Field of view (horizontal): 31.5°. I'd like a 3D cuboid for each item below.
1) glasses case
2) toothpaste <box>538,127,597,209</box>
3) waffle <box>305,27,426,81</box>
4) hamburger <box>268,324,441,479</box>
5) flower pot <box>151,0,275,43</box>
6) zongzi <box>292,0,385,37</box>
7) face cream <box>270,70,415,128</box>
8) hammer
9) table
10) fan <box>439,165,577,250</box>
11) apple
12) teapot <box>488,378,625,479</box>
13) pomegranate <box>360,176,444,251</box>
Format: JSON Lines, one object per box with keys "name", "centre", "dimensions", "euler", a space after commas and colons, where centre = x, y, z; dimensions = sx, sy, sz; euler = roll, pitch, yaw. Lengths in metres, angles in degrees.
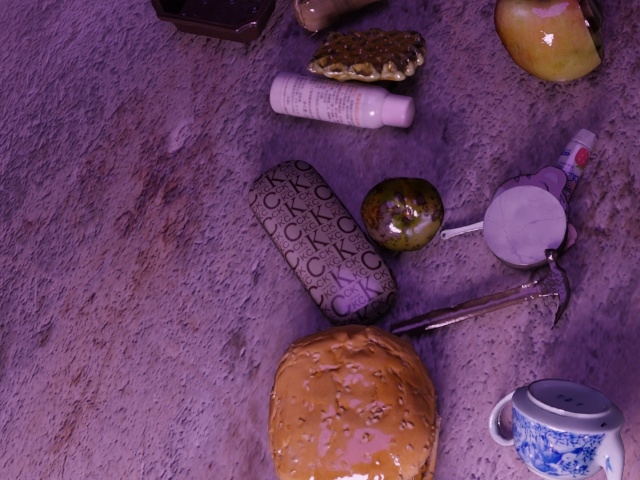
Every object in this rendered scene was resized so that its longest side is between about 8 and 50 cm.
{"name": "glasses case", "centre": [0.000, 0.000, 1.912], "dimensions": [0.137, 0.085, 0.355], "euler": [-33, 57, -5]}
{"name": "toothpaste", "centre": [0.400, -0.099, 1.892], "dimensions": [0.067, 0.043, 0.195], "euler": [24, 74, 25]}
{"name": "waffle", "centre": [0.093, -0.338, 2.079], "dimensions": [0.203, 0.054, 0.223], "euler": [1, 30, 14]}
{"name": "hamburger", "centre": [0.048, 0.261, 1.704], "dimensions": [0.259, 0.145, 0.283], "euler": [-16, 50, 9]}
{"name": "flower pot", "centre": [-0.199, -0.472, 2.267], "dimensions": [0.250, 0.084, 0.179], "euler": [15, 63, 22]}
{"name": "zongzi", "centre": [0.020, -0.509, 2.224], "dimensions": [0.194, 0.099, 0.197], "euler": [-28, 45, -3]}
{"name": "face cream", "centre": [0.042, -0.251, 2.061], "dimensions": [0.269, 0.082, 0.082], "euler": [13, 63, 21]}
{"name": "hammer", "centre": [0.248, 0.106, 1.796], "dimensions": [0.297, 0.027, 0.125], "euler": [-16, 78, 10]}
{"name": "table", "centre": [0.332, -0.019, 1.835], "dimensions": [0.133, 0.043, 0.134], "euler": [-5, 71, 16]}
{"name": "fan", "centre": [0.306, -0.036, 1.879], "dimensions": [0.226, 0.008, 0.153], "euler": [-13, 69, 14]}
{"name": "apple", "centre": [0.401, -0.366, 1.970], "dimensions": [0.174, 0.188, 0.207], "euler": [-43, 50, -18]}
{"name": "teapot", "centre": [0.339, 0.285, 1.616], "dimensions": [0.232, 0.159, 0.159], "euler": [21, 66, 40]}
{"name": "pomegranate", "centre": [0.132, -0.060, 1.887], "dimensions": [0.138, 0.126, 0.163], "euler": [-11, 54, -4]}
